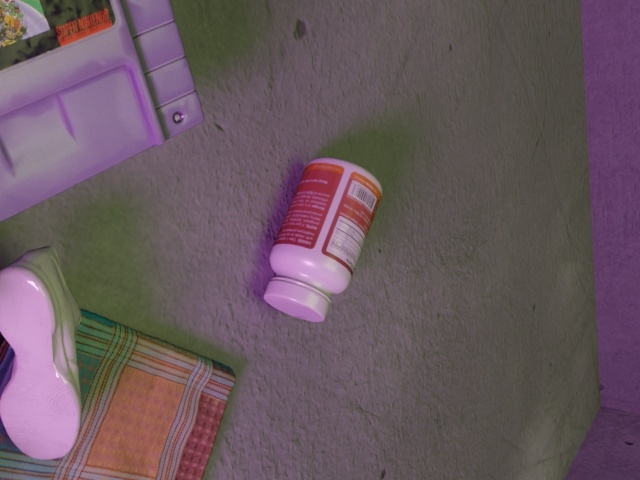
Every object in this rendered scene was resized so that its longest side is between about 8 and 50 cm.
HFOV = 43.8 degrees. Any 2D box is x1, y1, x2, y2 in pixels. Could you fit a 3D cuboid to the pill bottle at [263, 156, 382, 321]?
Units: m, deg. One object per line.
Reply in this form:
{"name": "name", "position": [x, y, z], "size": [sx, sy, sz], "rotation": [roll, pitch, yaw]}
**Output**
{"name": "pill bottle", "position": [0.000, 0.000, 1.136], "size": [0.121, 0.121, 0.216], "rotation": [44, 61, -49]}

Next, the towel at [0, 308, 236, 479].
{"name": "towel", "position": [-0.246, 0.233, 0.904], "size": [0.370, 0.040, 0.272], "rotation": [34, 70, -52]}

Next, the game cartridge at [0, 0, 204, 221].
{"name": "game cartridge", "position": [-0.279, -0.144, 0.706], "size": [0.355, 0.068, 0.230], "rotation": [-34, 129, -32]}

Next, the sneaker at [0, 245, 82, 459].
{"name": "sneaker", "position": [-0.259, 0.108, 0.769], "size": [0.094, 0.080, 0.212], "rotation": [-78, 172, -67]}
